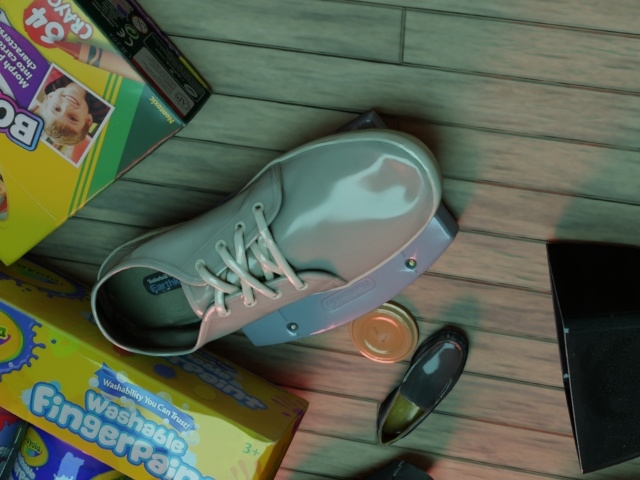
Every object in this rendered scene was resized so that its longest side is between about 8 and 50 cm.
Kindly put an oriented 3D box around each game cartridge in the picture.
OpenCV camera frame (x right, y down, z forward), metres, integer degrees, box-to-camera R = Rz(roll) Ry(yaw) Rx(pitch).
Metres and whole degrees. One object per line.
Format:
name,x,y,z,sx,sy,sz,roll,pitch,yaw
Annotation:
game cartridge,0.000,0.000,1.713,0.294,0.060,0.196,-29,103,28

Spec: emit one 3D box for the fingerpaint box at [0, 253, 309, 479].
fingerpaint box,-0.296,0.266,1.810,0.445,0.163,0.371,28,108,7

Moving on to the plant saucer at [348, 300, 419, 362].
plant saucer,0.073,0.108,1.770,0.083,0.013,0.083,7,118,13

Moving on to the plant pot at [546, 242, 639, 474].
plant pot,0.339,0.111,1.606,0.167,0.187,0.188,-9,115,6

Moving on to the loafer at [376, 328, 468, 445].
loafer,0.119,0.176,1.765,0.062,0.061,0.170,29,121,1

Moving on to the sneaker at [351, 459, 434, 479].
sneaker,0.045,0.327,1.869,0.222,0.118,0.083,4,143,46

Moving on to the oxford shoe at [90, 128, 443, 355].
oxford shoe,-0.068,0.017,1.639,0.449,0.130,0.169,-23,108,24

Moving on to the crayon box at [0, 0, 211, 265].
crayon box,-0.357,-0.197,1.680,0.313,0.106,0.363,-35,103,29
